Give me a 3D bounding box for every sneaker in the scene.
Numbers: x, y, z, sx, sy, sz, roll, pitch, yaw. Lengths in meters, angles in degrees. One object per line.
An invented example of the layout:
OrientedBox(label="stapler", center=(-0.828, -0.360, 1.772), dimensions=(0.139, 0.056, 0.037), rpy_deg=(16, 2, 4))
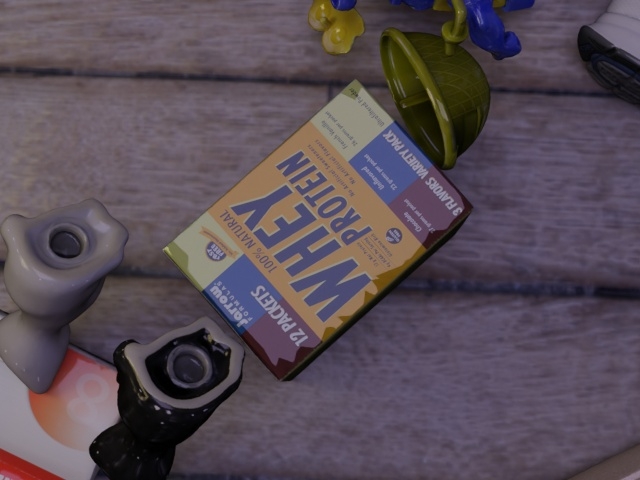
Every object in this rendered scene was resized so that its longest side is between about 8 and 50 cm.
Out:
OrientedBox(label="sneaker", center=(0.370, -0.137, 1.257), dimensions=(0.297, 0.111, 0.129), rpy_deg=(33, 81, 3))

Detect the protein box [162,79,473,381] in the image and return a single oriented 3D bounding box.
OrientedBox(label="protein box", center=(0.000, 0.000, 1.203), dimensions=(0.200, 0.201, 0.136), rpy_deg=(-42, 85, -2))

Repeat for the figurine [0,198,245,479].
OrientedBox(label="figurine", center=(-0.178, 0.096, 1.172), dimensions=(0.215, 0.209, 0.092), rpy_deg=(45, 52, 11))

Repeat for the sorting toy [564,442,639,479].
OrientedBox(label="sorting toy", center=(0.246, 0.293, 1.250), dimensions=(0.348, 0.047, 0.196), rpy_deg=(-26, 80, -1))

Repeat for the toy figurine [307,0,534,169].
OrientedBox(label="toy figurine", center=(0.117, -0.239, 1.213), dimensions=(0.217, 0.191, 0.362), rpy_deg=(-13, 48, -22))

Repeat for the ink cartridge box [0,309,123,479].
OrientedBox(label="ink cartridge box", center=(-0.257, 0.168, 1.275), dimensions=(0.145, 0.045, 0.179), rpy_deg=(25, 83, 4))
